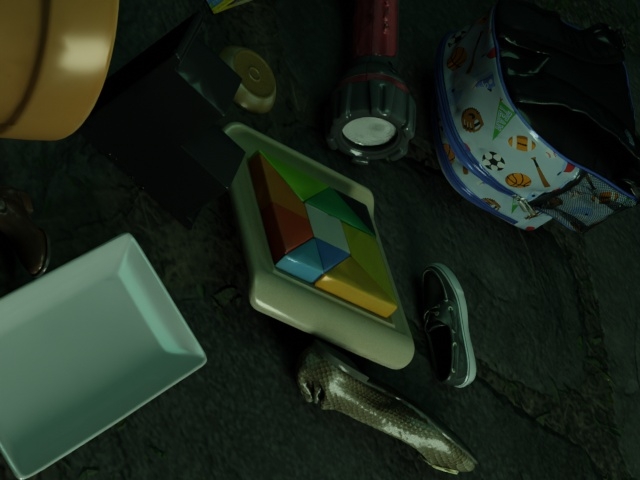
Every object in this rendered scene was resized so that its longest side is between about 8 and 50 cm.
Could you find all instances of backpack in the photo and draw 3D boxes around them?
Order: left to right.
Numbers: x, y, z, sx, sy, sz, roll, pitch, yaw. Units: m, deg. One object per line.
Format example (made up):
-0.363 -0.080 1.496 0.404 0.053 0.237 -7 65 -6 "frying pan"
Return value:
0.247 -0.153 2.141 0.263 0.213 0.277 31 39 -42 "backpack"

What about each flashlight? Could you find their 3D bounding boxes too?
0.060 -0.233 2.074 0.103 0.103 0.304 26 50 -31 "flashlight"

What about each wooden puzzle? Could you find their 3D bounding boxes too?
0.000 0.000 1.870 0.221 0.044 0.239 26 37 -36 "wooden puzzle"

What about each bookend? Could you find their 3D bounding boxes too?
-0.123 -0.113 1.746 0.156 0.157 0.072 42 41 -19 "bookend"

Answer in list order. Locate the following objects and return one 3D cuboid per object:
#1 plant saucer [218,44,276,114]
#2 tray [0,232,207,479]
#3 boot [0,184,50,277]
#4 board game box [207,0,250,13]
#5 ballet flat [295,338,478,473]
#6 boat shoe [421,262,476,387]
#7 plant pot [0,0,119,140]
-0.075 -0.175 1.955 0.083 0.015 0.083 27 49 -35 "plant saucer"
-0.219 0.099 1.603 0.270 0.030 0.145 -31 91 -52 "tray"
-0.295 -0.019 1.580 0.114 0.037 0.106 20 29 -43 "boot"
-0.034 -0.315 1.990 0.170 0.141 0.048 -29 91 -53 "board game box"
0.065 0.179 1.849 0.250 0.058 0.084 35 3 -34 "ballet flat"
0.134 0.091 1.984 0.040 0.049 0.142 4 65 -46 "boat shoe"
-0.320 -0.225 1.530 0.203 0.291 0.291 -5 69 -32 "plant pot"
